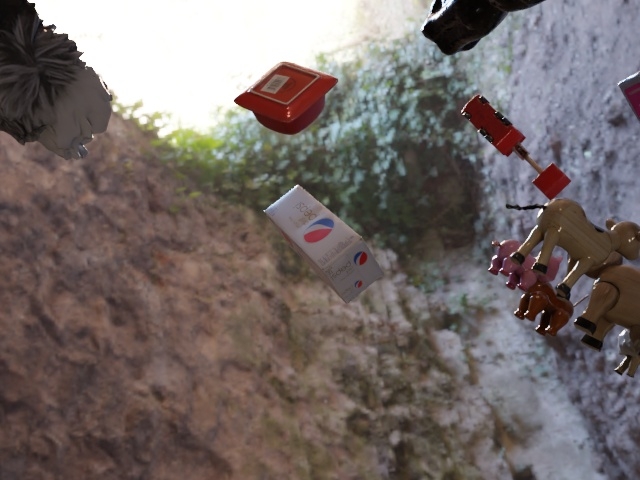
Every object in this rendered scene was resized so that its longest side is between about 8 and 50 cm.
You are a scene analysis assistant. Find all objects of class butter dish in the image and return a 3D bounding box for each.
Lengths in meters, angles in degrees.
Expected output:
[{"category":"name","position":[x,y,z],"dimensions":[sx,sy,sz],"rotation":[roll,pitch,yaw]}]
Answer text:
[{"category":"butter dish","position":[-0.060,-0.262,1.542],"dimensions":[0.159,0.160,0.118],"rotation":[26,148,32]}]

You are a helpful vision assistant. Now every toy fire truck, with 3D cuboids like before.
[{"category":"toy fire truck","position":[0.321,-0.158,1.297],"dimensions":[0.135,0.047,0.192],"rotation":[34,-162,-33]}]

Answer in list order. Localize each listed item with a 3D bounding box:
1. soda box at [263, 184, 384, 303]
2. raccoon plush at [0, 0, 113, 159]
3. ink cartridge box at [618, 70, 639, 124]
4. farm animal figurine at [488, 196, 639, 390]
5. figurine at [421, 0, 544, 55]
[{"category":"soda box","position":[0.000,0.000,1.103],"dimensions":[0.074,0.069,0.216],"rotation":[55,174,-33]},{"category":"raccoon plush","position":[-0.417,-0.165,0.563],"dimensions":[0.446,0.299,0.216],"rotation":[42,-108,-43]},{"category":"ink cartridge box","position":[0.562,-0.125,1.072],"dimensions":[0.311,0.185,0.065],"rotation":[61,165,2]},{"category":"farm animal figurine","position":[0.422,0.060,1.143],"dimensions":[0.326,0.172,0.330],"rotation":[32,170,20]},{"category":"figurine","position":[0.111,-0.278,0.729],"dimensions":[0.215,0.092,0.209],"rotation":[36,177,-11]}]
